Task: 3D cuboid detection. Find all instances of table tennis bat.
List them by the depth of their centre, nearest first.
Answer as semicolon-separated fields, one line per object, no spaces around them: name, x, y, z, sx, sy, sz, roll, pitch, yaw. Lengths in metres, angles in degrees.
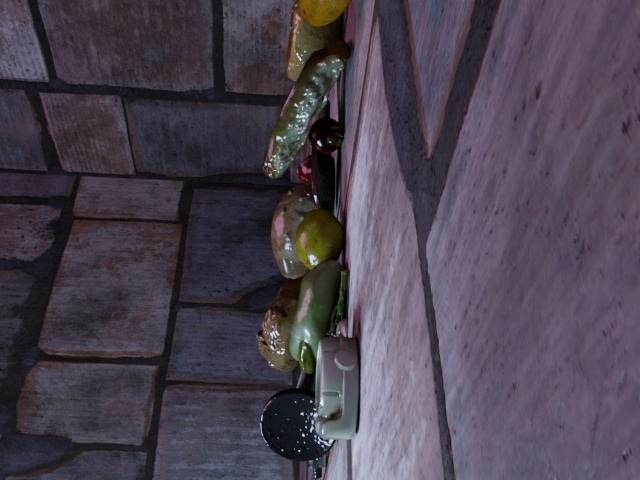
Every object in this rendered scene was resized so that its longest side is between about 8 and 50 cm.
table tennis bat;0.008;-0.198;1.698;0.173;0.023;0.301;50;-141;-63

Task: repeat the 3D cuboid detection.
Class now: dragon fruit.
dragon fruit;-0.009;-0.189;1.932;0.190;0.094;0.094;-168;80;-78

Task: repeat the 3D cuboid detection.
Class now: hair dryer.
hair dryer;0.000;0.410;1.563;0.320;0.156;0.283;-37;-70;-78

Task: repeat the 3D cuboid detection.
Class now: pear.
pear;0.000;0.000;1.468;0.107;0.107;0.131;107;160;-77

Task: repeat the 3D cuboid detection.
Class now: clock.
clock;0.026;0.225;1.174;0.151;0.062;0.190;111;162;-79

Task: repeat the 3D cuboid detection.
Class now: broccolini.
broccolini;0.040;0.123;1.328;0.035;0.030;0.139;17;99;50

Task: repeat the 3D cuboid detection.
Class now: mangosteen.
mangosteen;0.012;-0.232;1.589;0.081;0.081;0.080;-178;90;-87

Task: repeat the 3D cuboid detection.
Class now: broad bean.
broad bean;-0.005;0.148;1.403;0.169;0.100;0.227;30;-112;-78

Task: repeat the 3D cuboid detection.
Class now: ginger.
ginger;-0.053;-0.024;1.897;0.304;0.155;0.244;180;90;-86

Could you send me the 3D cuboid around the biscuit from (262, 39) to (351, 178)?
biscuit;-0.039;-0.288;1.556;0.334;0.078;0.329;-63;8;0

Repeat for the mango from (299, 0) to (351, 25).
mango;0.024;-0.517;1.279;0.177;0.120;0.294;-102;11;-46

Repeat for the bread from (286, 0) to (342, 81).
bread;-0.014;-0.513;1.811;0.244;0.134;0.244;-174;90;-86

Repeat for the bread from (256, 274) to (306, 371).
bread;-0.059;0.175;1.588;0.230;0.123;0.230;-58;-2;-3
